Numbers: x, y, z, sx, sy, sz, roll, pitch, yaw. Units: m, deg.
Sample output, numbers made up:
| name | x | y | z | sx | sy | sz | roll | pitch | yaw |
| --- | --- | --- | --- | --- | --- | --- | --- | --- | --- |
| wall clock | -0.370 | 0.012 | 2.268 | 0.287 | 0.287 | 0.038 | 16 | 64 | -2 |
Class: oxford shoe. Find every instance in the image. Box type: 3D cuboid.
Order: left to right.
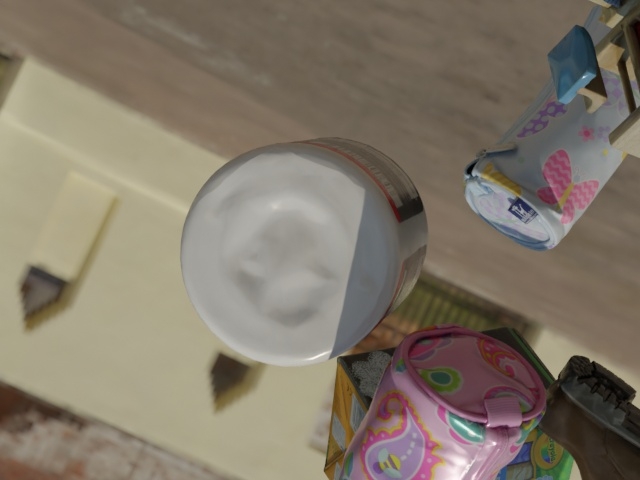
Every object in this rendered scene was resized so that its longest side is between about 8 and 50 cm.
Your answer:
| name | x | y | z | sx | sy | sz | roll | pitch | yaw |
| --- | --- | --- | --- | --- | --- | --- | --- | --- | --- |
| oxford shoe | 0.290 | 0.210 | 1.460 | 0.227 | 0.096 | 0.083 | 41 | -157 | 16 |

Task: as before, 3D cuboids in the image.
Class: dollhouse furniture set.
| name | x | y | z | sx | sy | sz | roll | pitch | yaw |
| --- | --- | --- | --- | --- | --- | --- | --- | --- | --- |
| dollhouse furniture set | 0.182 | -0.172 | 1.004 | 0.129 | 0.184 | 0.129 | 18 | 136 | -27 |

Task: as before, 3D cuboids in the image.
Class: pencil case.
| name | x | y | z | sx | sy | sz | roll | pitch | yaw |
| --- | --- | --- | --- | --- | --- | --- | --- | --- | --- |
| pencil case | 0.064 | 0.200 | 1.210 | 0.124 | 0.284 | 0.124 | 18 | -151 | -10 |
| pencil case | 0.262 | -0.119 | 1.681 | 0.124 | 0.273 | 0.113 | 40 | 164 | 1 |

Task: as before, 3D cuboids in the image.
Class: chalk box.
| name | x | y | z | sx | sy | sz | roll | pitch | yaw |
| --- | --- | --- | --- | --- | --- | --- | --- | --- | --- |
| chalk box | 0.173 | 0.226 | 1.829 | 0.289 | 0.179 | 0.180 | -8 | -143 | -20 |

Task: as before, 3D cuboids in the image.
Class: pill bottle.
| name | x | y | z | sx | sy | sz | roll | pitch | yaw |
| --- | --- | --- | --- | --- | --- | --- | --- | --- | --- |
| pill bottle | 0.000 | 0.000 | 1.399 | 0.176 | 0.176 | 0.318 | 25 | -172 | 7 |
